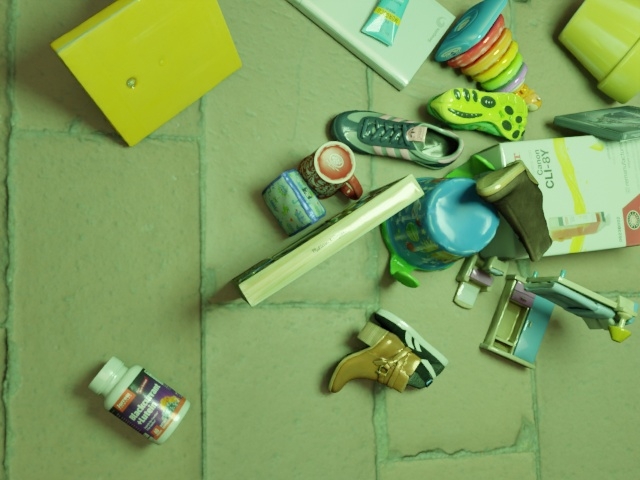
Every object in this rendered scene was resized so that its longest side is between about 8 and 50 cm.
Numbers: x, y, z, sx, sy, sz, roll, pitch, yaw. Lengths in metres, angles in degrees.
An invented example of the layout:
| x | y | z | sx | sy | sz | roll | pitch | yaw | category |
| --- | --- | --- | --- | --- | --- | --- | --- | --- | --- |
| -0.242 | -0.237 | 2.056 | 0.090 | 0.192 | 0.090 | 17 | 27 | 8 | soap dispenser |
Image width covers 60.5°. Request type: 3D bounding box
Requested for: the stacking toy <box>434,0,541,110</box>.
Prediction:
| x | y | z | sx | sy | sz | roll | pitch | yaw | category |
| --- | --- | --- | --- | --- | --- | --- | --- | --- | --- |
| 0.445 | -0.424 | 1.360 | 0.302 | 0.175 | 0.165 | 40 | 75 | -20 | stacking toy |

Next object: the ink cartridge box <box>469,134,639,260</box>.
| x | y | z | sx | sy | sz | roll | pitch | yaw | category |
| --- | --- | --- | --- | --- | --- | --- | --- | --- | --- |
| 0.588 | -0.102 | 1.345 | 0.385 | 0.160 | 0.279 | -6 | 87 | -11 | ink cartridge box |

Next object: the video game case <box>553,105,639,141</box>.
| x | y | z | sx | sy | sz | roll | pitch | yaw | category |
| --- | --- | --- | --- | --- | --- | --- | --- | --- | --- |
| 0.751 | -0.292 | 1.354 | 0.274 | 0.196 | 0.026 | -11 | 117 | -23 | video game case |

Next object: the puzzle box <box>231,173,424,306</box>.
| x | y | z | sx | sy | sz | roll | pitch | yaw | category |
| --- | --- | --- | --- | --- | --- | --- | --- | --- | --- |
| 0.000 | 0.000 | 1.169 | 0.409 | 0.272 | 0.052 | -33 | 94 | -12 | puzzle box |

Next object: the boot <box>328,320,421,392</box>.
| x | y | z | sx | sy | sz | roll | pitch | yaw | category |
| --- | --- | --- | --- | --- | --- | --- | --- | --- | --- |
| 0.119 | 0.299 | 1.239 | 0.152 | 0.073 | 0.197 | 35 | 100 | 10 | boot |

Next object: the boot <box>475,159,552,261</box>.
| x | y | z | sx | sy | sz | roll | pitch | yaw | category |
| --- | --- | --- | --- | --- | --- | --- | --- | --- | --- |
| 0.415 | -0.054 | 1.131 | 0.248 | 0.090 | 0.206 | -27 | 96 | -52 | boot |

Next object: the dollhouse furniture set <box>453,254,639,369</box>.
| x | y | z | sx | sy | sz | roll | pitch | yaw | category |
| --- | --- | --- | --- | --- | --- | --- | --- | --- | --- |
| 0.481 | 0.173 | 1.235 | 0.287 | 0.303 | 0.198 | 24 | 81 | -9 | dollhouse furniture set |

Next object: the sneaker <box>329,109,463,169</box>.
| x | y | z | sx | sy | sz | roll | pitch | yaw | category |
| --- | --- | --- | --- | --- | --- | --- | --- | --- | --- |
| 0.185 | -0.251 | 1.290 | 0.319 | 0.131 | 0.112 | 9 | 85 | -10 | sneaker |

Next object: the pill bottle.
| x | y | z | sx | sy | sz | roll | pitch | yaw | category |
| --- | --- | --- | --- | --- | --- | --- | --- | --- | --- |
| -0.382 | 0.331 | 1.155 | 0.193 | 0.108 | 0.108 | 38 | 80 | -7 | pill bottle |

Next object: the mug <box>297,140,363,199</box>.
| x | y | z | sx | sy | sz | roll | pitch | yaw | category |
| --- | --- | --- | --- | --- | --- | --- | --- | --- | --- |
| 0.032 | -0.158 | 1.235 | 0.150 | 0.169 | 0.113 | 6 | 85 | -10 | mug |

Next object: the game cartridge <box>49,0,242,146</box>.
| x | y | z | sx | sy | sz | roll | pitch | yaw | category |
| --- | --- | --- | --- | --- | --- | --- | --- | --- | --- |
| -0.337 | -0.381 | 1.133 | 0.324 | 0.285 | 0.053 | -40 | 63 | -11 | game cartridge |

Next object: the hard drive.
| x | y | z | sx | sy | sz | roll | pitch | yaw | category |
| --- | --- | --- | --- | --- | --- | --- | --- | --- | --- |
| 0.129 | -0.566 | 1.343 | 0.353 | 0.047 | 0.233 | 37 | 80 | -7 | hard drive |

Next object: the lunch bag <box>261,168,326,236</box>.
| x | y | z | sx | sy | sz | roll | pitch | yaw | category |
| --- | --- | --- | --- | --- | --- | --- | --- | --- | --- |
| -0.058 | -0.085 | 1.223 | 0.096 | 0.151 | 0.128 | -35 | 93 | -11 | lunch bag |

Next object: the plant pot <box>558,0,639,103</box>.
| x | y | z | sx | sy | sz | roll | pitch | yaw | category |
| --- | --- | --- | --- | --- | --- | --- | --- | --- | --- |
| 0.748 | -0.514 | 1.372 | 0.239 | 0.254 | 0.254 | 39 | 80 | 8 | plant pot |

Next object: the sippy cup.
| x | y | z | sx | sy | sz | roll | pitch | yaw | category |
| --- | --- | --- | --- | --- | --- | --- | --- | --- | --- |
| 0.280 | -0.045 | 1.250 | 0.240 | 0.224 | 0.305 | 0 | 87 | -11 | sippy cup |

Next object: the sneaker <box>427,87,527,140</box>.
| x | y | z | sx | sy | sz | roll | pitch | yaw | category |
| --- | --- | --- | --- | --- | --- | --- | --- | --- | --- |
| 0.391 | -0.318 | 1.346 | 0.296 | 0.123 | 0.109 | 7 | 101 | -29 | sneaker |

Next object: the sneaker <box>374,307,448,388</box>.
| x | y | z | sx | sy | sz | roll | pitch | yaw | category |
| --- | --- | --- | --- | --- | --- | --- | --- | --- | --- |
| 0.190 | 0.266 | 1.285 | 0.217 | 0.079 | 0.121 | 40 | 80 | -7 | sneaker |

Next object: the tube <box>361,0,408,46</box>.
| x | y | z | sx | sy | sz | roll | pitch | yaw | category |
| --- | --- | --- | --- | --- | --- | --- | --- | --- | --- |
| 0.177 | -0.570 | 1.308 | 0.080 | 0.052 | 0.207 | 26 | 87 | -2 | tube |
